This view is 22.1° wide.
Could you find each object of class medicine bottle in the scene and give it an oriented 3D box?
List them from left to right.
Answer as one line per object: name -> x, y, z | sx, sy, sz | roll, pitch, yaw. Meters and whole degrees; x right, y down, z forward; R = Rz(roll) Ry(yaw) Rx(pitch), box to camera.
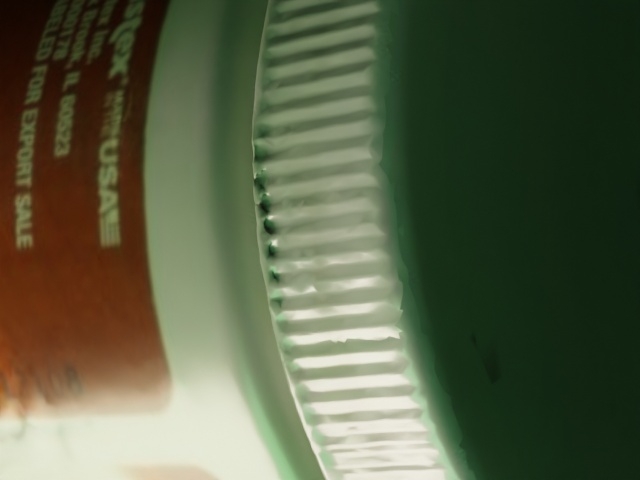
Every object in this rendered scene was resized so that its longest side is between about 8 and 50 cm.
medicine bottle -> 0.000, 0.000, 0.527 | 0.241, 0.252, 0.252 | -9, 143, 39
